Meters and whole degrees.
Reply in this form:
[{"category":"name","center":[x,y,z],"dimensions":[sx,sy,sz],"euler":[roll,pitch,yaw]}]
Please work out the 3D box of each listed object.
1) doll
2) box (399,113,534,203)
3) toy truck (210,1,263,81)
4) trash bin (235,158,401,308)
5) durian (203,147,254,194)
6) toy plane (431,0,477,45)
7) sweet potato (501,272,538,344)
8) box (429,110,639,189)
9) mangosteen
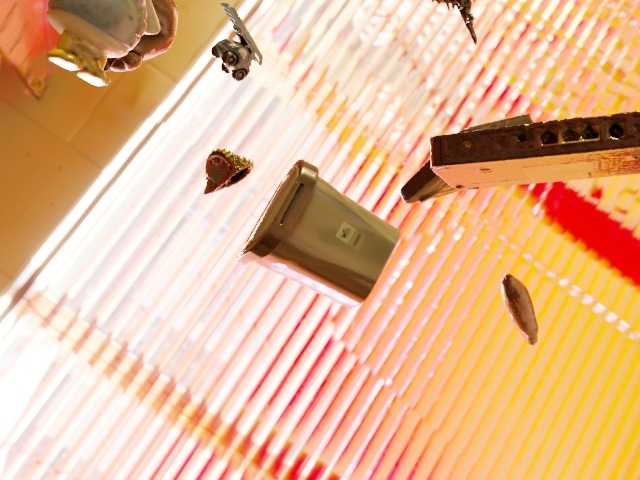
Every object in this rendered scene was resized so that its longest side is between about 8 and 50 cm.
[{"category":"doll","center":[-0.223,-0.294,0.824],"dimensions":[0.241,0.135,0.099],"euler":[-61,-161,3]},{"category":"box","center":[0.363,-0.198,1.847],"dimensions":[0.289,0.073,0.290],"euler":[-17,162,-36]},{"category":"toy truck","center":[-0.161,-0.355,1.346],"dimensions":[0.074,0.063,0.136],"euler":[-42,140,-7]},{"category":"trash bin","center":[0.000,0.000,1.454],"dimensions":[0.219,0.250,0.219],"euler":[-61,-175,-15]},{"category":"durian","center":[-0.272,-0.224,2.186],"dimensions":[0.119,0.108,0.187],"euler":[-24,174,-47]},{"category":"toy plane","center":[0.309,-0.516,1.612],"dimensions":[0.135,0.188,0.062],"euler":[-19,178,0]},{"category":"sweet potato","center":[0.402,0.145,1.491],"dimensions":[0.057,0.264,0.057],"euler":[-15,-134,16]},{"category":"box","center":[0.346,-0.126,1.075],"dimensions":[0.211,0.350,0.058],"euler":[11,76,-68]},{"category":"mangosteen","center":[-0.544,-0.601,2.077],"dimensions":[0.288,0.233,0.287],"euler":[-30,-165,9]}]
